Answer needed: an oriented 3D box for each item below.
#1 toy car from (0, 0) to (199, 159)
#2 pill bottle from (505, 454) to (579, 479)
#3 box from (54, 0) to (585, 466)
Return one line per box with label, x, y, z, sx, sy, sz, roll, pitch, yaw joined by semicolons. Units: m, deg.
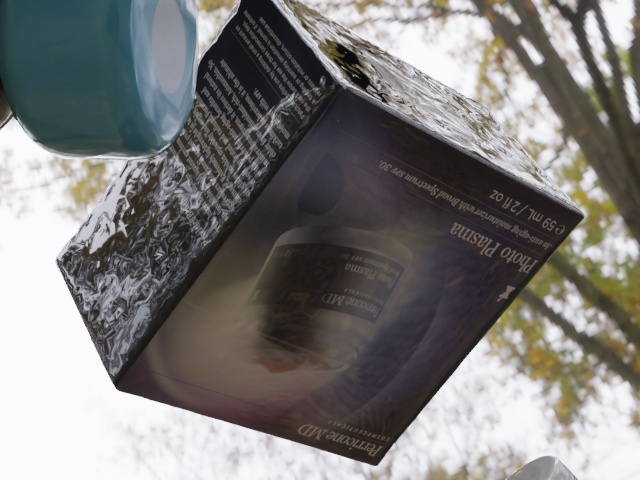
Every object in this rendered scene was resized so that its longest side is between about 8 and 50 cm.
toy car;-0.158;-0.153;0.404;0.219;0.210;0.238;1;-35;13
pill bottle;0.171;0.207;0.948;0.067;0.067;0.120;-41;-83;20
box;0.000;0.000;1.157;0.296;0.183;0.294;23;-67;-40
